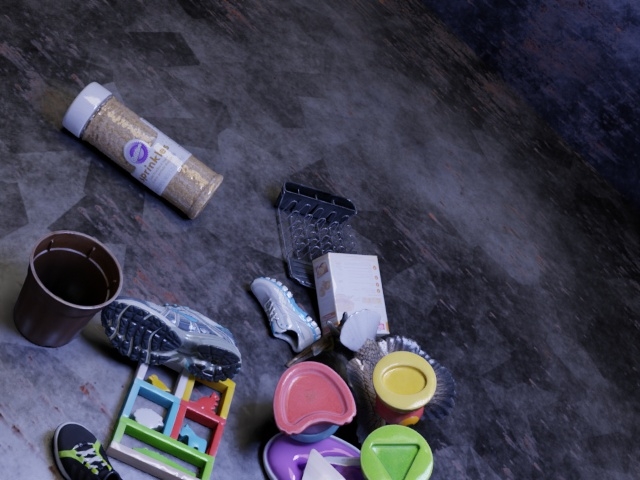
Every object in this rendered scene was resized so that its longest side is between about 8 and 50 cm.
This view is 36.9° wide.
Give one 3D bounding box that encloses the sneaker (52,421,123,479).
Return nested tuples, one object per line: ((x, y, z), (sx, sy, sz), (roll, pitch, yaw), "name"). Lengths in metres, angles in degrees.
((-0.357, 0.387, 1.574), (0.084, 0.097, 0.235), (-13, 62, -46), "sneaker")

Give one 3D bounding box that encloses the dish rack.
((0.000, 0.000, 2.260), (0.208, 0.074, 0.271), (14, 46, -28), "dish rack")

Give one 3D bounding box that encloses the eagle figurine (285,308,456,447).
((0.120, 0.290, 1.989), (0.298, 0.226, 0.225), (49, 21, 18), "eagle figurine")

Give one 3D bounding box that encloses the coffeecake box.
((0.068, 0.128, 2.154), (0.142, 0.068, 0.186), (5, 69, -36), "coffeecake box")

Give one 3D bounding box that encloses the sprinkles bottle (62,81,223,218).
((-0.385, -0.195, 2.092), (0.355, 0.121, 0.121), (36, 39, -6), "sprinkles bottle")

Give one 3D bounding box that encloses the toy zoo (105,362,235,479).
((-0.266, 0.308, 1.778), (0.192, 0.030, 0.293), (29, 40, -14), "toy zoo")

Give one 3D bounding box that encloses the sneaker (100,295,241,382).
((-0.284, 0.173, 1.811), (0.283, 0.110, 0.122), (28, 23, -23), "sneaker")

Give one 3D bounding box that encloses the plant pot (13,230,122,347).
((-0.461, 0.098, 1.713), (0.167, 0.165, 0.167), (22, 42, -21), "plant pot")

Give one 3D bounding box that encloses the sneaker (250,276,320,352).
((-0.086, 0.160, 2.042), (0.190, 0.071, 0.083), (45, 44, 6), "sneaker")

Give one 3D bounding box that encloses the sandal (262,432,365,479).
((0.079, 0.467, 1.760), (0.416, 0.102, 0.169), (33, 51, 20), "sandal")

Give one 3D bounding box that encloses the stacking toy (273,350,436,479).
((0.066, 0.363, 1.790), (0.309, 0.130, 0.280), (-2, 56, -5), "stacking toy")
